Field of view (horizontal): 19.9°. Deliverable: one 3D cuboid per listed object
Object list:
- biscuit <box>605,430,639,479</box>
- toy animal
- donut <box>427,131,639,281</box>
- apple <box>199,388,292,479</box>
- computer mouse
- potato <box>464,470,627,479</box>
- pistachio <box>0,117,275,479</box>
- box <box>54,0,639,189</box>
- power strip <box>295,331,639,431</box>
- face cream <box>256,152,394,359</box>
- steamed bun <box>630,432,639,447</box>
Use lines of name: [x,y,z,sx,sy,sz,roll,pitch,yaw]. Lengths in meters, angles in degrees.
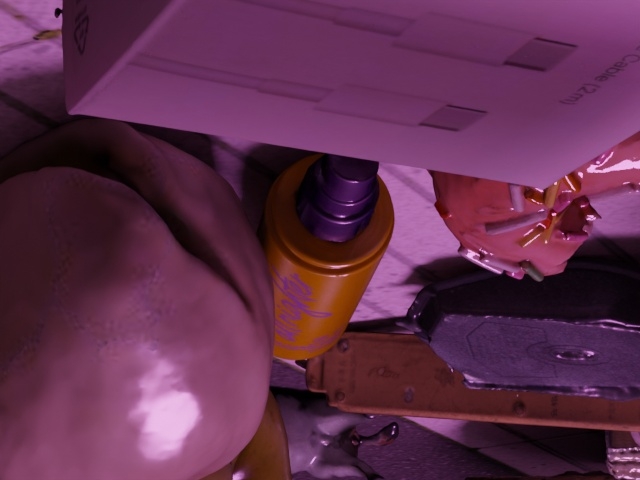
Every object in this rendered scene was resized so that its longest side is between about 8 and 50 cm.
biscuit: [0.368,0.165,1.557,0.250,0.046,0.147,-1,-165,7]
toy animal: [-0.058,0.165,1.558,0.255,0.089,0.170,7,177,-2]
donut: [0.163,-0.045,0.986,0.233,0.085,0.199,-15,156,29]
apple: [-0.149,0.181,1.368,0.262,0.262,0.262,-2,161,-1]
computer mouse: [0.170,0.055,1.298,0.231,0.071,0.126,1,149,18]
potato: [0.352,0.369,1.727,0.385,0.319,0.442,-4,175,40]
pistachio: [-0.133,0.051,1.084,0.226,0.208,0.332,41,147,4]
box: [0.042,-0.115,0.752,0.252,0.106,0.203,7,157,-27]
power strip: [0.126,0.105,1.384,0.305,0.064,0.044,2,178,19]
face cream: [0.000,0.000,1.105,0.078,0.078,0.273,1,160,-8]
steamed bun: [0.322,0.113,1.422,0.183,0.106,0.183,4,160,1]
